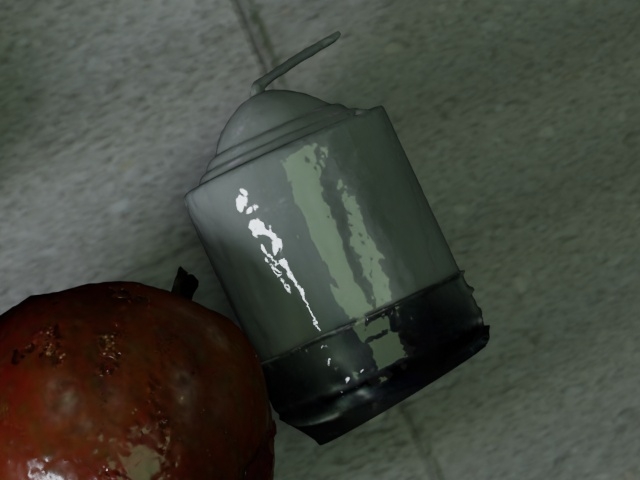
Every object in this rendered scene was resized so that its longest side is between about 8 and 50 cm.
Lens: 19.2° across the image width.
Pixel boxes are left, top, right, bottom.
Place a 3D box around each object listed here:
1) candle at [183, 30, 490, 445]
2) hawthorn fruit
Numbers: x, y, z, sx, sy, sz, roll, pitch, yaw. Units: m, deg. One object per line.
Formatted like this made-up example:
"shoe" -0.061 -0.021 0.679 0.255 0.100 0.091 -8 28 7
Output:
"candle" 0.000 0.000 1.753 0.221 0.221 0.342 -26 89 -16
"hawthorn fruit" -0.188 0.177 1.658 0.316 0.316 0.316 1 85 -16
